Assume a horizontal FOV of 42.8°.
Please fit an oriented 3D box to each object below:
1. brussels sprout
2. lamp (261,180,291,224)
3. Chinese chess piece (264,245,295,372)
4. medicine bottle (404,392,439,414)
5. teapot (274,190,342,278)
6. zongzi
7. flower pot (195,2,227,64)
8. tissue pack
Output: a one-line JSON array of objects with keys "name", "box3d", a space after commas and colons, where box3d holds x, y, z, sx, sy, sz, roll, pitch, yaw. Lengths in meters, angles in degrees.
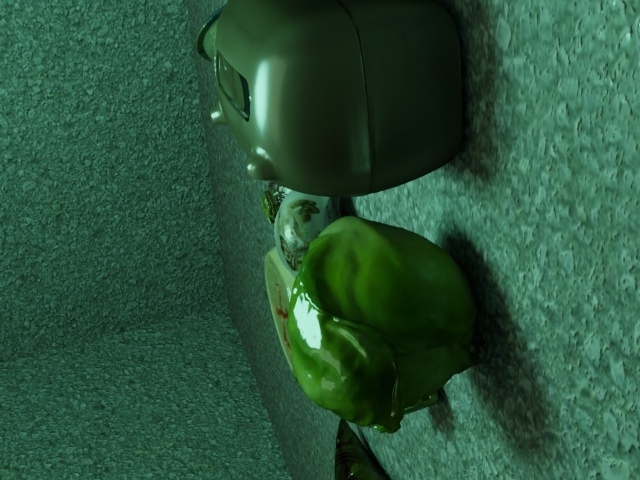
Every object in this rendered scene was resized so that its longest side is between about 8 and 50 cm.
[{"name": "brussels sprout", "box3d": [0.082, 0.115, 1.121, 0.227, 0.260, 0.294, 101, 150, -59]}, {"name": "lamp", "box3d": [-0.062, -0.098, 1.771, 0.156, 0.135, 0.157, 162, 96, -76]}, {"name": "Chinese chess piece", "box3d": [-0.022, 0.162, 1.855, 0.338, 0.141, 0.337, 167, 90, -77]}, {"name": "medicine bottle", "box3d": [0.111, 0.177, 1.381, 0.124, 0.124, 0.238, 122, 134, -72]}, {"name": "teapot", "box3d": [0.000, 0.000, 1.609, 0.204, 0.139, 0.298, -24, -78, -71]}, {"name": "zongzi", "box3d": [0.091, 0.501, 1.818, 0.247, 0.111, 0.241, 127, 135, -66]}, {"name": "flower pot", "box3d": [-0.113, -0.365, 1.667, 0.202, 0.212, 0.212, 57, 162, 13]}, {"name": "tissue pack", "box3d": [-0.001, -0.223, 1.114, 0.387, 0.277, 0.267, -128, 30, -58]}]
